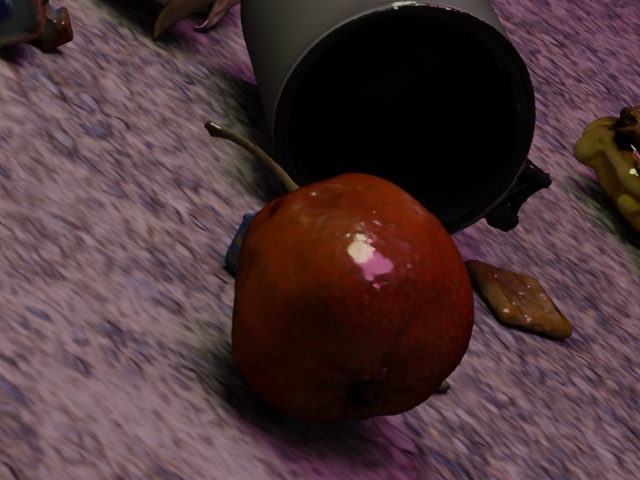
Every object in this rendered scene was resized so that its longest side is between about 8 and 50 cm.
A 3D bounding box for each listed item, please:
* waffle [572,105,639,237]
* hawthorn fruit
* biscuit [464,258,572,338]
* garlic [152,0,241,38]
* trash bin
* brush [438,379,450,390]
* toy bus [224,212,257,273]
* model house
[{"bbox_3d":[0.450,0.005,2.056,0.382,0.095,0.379,15,28,-42],"label":"waffle"},{"bbox_3d":[0.000,0.000,1.357,0.165,0.165,0.285,17,31,-31],"label":"hawthorn fruit"},{"bbox_3d":[0.168,0.049,1.686,0.081,0.018,0.083,16,26,-32],"label":"biscuit"},{"bbox_3d":[-0.167,-0.338,1.870,0.313,0.286,0.249,35,66,24],"label":"garlic"},{"bbox_3d":[0.050,-0.150,1.688,0.277,0.217,0.262,34,19,-23],"label":"trash bin"},{"bbox_3d":[0.038,0.049,1.505,0.178,0.030,0.033,44,15,29],"label":"brush"},{"bbox_3d":[0.000,0.036,1.435,0.153,0.061,0.051,40,25,24],"label":"toy bus"},{"bbox_3d":[-0.247,-0.214,1.590,0.148,0.119,0.148,32,20,-21],"label":"model house"}]
